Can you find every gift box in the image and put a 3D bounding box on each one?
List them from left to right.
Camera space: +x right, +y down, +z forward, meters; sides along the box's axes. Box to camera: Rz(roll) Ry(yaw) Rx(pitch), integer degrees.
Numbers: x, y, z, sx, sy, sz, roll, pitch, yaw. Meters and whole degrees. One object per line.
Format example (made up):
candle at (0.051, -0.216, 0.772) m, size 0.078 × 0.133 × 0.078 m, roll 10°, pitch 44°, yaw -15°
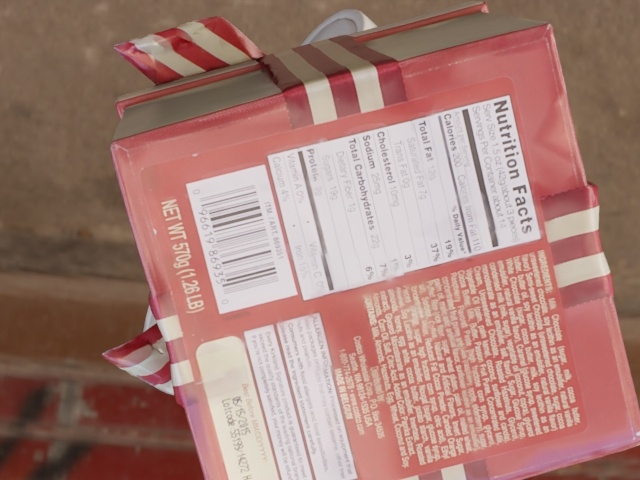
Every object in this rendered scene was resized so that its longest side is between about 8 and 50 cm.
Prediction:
gift box at (0.000, 0.000, 0.870) m, size 0.276 × 0.258 × 0.255 m, roll -10°, pitch 100°, yaw -2°

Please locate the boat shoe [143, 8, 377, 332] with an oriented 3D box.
boat shoe at (-0.023, -0.020, 1.219) m, size 0.099 × 0.319 × 0.116 m, roll 33°, pitch 176°, yaw -33°
